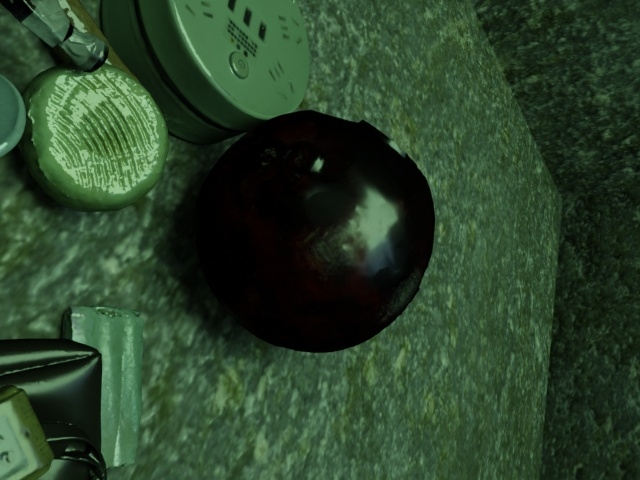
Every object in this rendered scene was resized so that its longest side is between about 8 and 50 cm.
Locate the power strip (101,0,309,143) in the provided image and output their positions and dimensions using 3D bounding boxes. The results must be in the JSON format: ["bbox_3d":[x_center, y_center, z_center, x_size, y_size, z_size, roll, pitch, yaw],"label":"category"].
[{"bbox_3d":[-0.171,-0.349,1.043,0.357,0.161,0.357,22,62,-49],"label":"power strip"}]

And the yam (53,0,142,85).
[{"bbox_3d":[-0.359,-0.309,0.848,0.356,0.081,0.081,54,41,-28],"label":"yam"}]

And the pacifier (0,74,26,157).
[{"bbox_3d":[-0.421,-0.046,0.613,0.233,0.244,0.299,86,23,-48],"label":"pacifier"}]

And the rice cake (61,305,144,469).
[{"bbox_3d":[-0.287,0.189,0.818,0.124,0.038,0.211,12,69,-52],"label":"rice cake"}]

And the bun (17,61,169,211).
[{"bbox_3d":[-0.301,-0.134,0.827,0.195,0.118,0.195,-4,97,-34],"label":"bun"}]

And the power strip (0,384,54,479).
[{"bbox_3d":[-0.395,0.235,0.470,0.388,0.066,0.092,-27,98,-41],"label":"power strip"}]

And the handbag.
[{"bbox_3d":[-0.349,0.243,0.628,0.257,0.114,0.285,7,85,-47],"label":"handbag"}]

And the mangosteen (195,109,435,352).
[{"bbox_3d":[0.007,-0.020,1.018,0.421,0.381,0.380,-2,81,-63],"label":"mangosteen"}]

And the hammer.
[{"bbox_3d":[-0.352,-0.395,0.805,0.152,0.044,0.426,37,29,-51],"label":"hammer"}]
